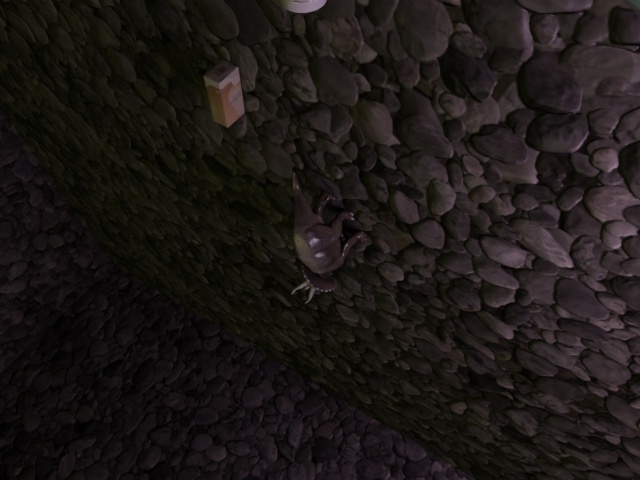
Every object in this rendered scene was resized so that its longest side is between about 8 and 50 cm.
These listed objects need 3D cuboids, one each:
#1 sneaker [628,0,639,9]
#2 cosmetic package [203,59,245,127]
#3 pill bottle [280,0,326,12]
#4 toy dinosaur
[{"bbox_3d":[0.413,-0.156,0.484,0.366,0.135,0.150,49,160,2],"label":"sneaker"},{"bbox_3d":[-0.185,-0.284,1.090,0.041,0.060,0.115,30,152,19],"label":"cosmetic package"},{"bbox_3d":[-0.028,-0.383,0.717,0.087,0.087,0.160,28,150,21],"label":"pill bottle"},{"bbox_3d":[0.000,0.000,1.174,0.121,0.160,0.313,22,149,30],"label":"toy dinosaur"}]
